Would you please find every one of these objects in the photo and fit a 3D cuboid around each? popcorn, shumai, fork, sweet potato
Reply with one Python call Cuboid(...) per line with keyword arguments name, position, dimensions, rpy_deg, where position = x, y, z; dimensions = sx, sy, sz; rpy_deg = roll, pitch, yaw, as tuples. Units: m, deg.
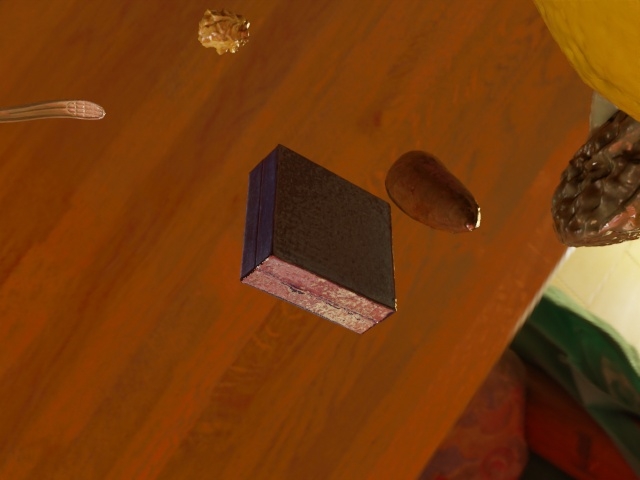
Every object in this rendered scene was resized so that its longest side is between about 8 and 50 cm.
Cuboid(name="popcorn", position=(-0.142, -0.311, 1.276), dimensions=(0.082, 0.083, 0.057), rpy_deg=(24, 71, -63))
Cuboid(name="shumai", position=(0.340, -0.103, 0.914), dimensions=(0.189, 0.256, 0.218), rpy_deg=(-1, 88, 9))
Cuboid(name="fork", position=(-0.296, -0.102, 0.739), dimensions=(0.219, 0.028, 0.034), rpy_deg=(-5, 125, -22))
Cuboid(name="sweet potato", position=(0.131, -0.061, 1.092), dimensions=(0.079, 0.346, 0.108), rpy_deg=(-35, 93, 5))

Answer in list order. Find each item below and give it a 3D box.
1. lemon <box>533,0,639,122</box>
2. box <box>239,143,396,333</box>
Cuboid(name="lemon", position=(0.230, -0.186, 0.358), dimensions=(0.336, 0.336, 0.336), rpy_deg=(-8, 108, -28))
Cuboid(name="box", position=(0.000, 0.000, 1.598), dimensions=(0.279, 0.261, 0.116), rpy_deg=(25, 135, -27))
